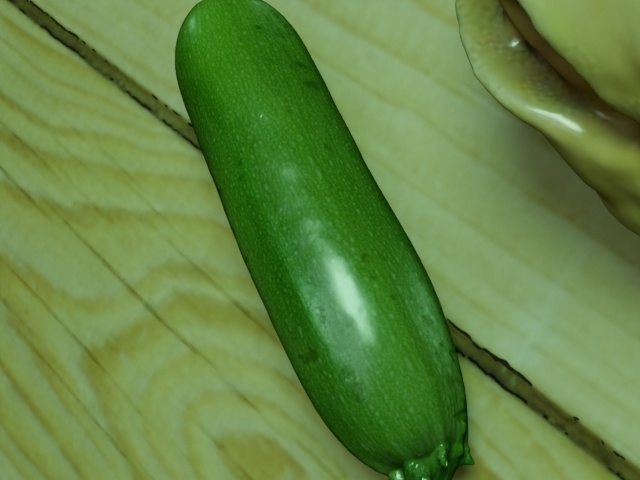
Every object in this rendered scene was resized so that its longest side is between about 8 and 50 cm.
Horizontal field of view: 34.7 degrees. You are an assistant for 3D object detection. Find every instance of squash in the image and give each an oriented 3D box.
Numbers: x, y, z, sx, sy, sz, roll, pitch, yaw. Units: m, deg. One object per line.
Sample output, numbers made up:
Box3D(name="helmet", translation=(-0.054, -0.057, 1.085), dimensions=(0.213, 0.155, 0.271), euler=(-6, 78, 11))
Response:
Box3D(name="squash", translation=(0.000, 0.000, 0.623), dimensions=(0.101, 0.101, 0.379), euler=(-32, 71, 24))

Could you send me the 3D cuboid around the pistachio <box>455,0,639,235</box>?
Box3D(name="pistachio", translation=(0.181, -0.132, 0.463), dimensions=(0.238, 0.229, 0.321), euler=(-13, 67, -14))
